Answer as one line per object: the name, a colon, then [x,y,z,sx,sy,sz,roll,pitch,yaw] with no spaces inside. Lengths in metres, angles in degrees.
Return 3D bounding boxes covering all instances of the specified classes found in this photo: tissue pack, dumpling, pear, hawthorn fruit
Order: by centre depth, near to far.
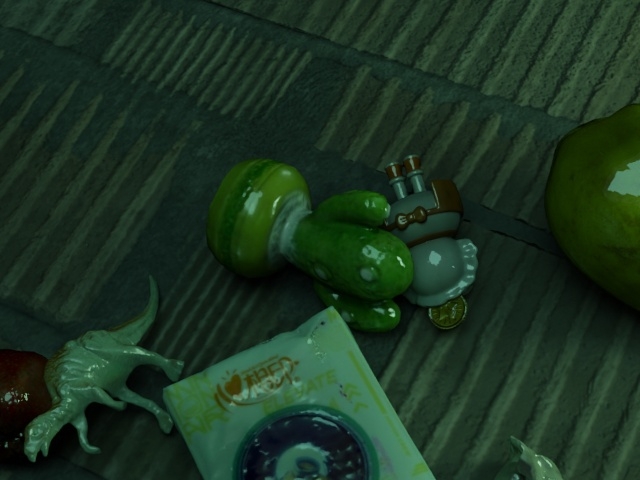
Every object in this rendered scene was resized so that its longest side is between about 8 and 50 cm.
dumpling: [0.286,0.341,1.776,0.108,0.127,0.188,-2,55,-7]
tissue pack: [-0.010,0.321,1.815,0.287,0.162,0.388,-25,59,-10]
pear: [0.485,-0.029,1.895,0.287,0.287,0.375,-25,73,-7]
hawthorn fruit: [-0.450,0.229,1.952,0.157,0.157,0.194,-3,41,7]

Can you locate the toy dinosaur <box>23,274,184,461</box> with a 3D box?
toy dinosaur: [-0.292,0.180,1.948,0.206,0.092,0.393,22,51,-11]

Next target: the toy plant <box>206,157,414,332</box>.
toy plant: [0.000,0.000,1.982,0.316,0.224,0.184,23,33,21]

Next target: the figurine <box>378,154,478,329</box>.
figurine: [0.159,0.001,1.991,0.143,0.143,0.271,-12,59,2]
